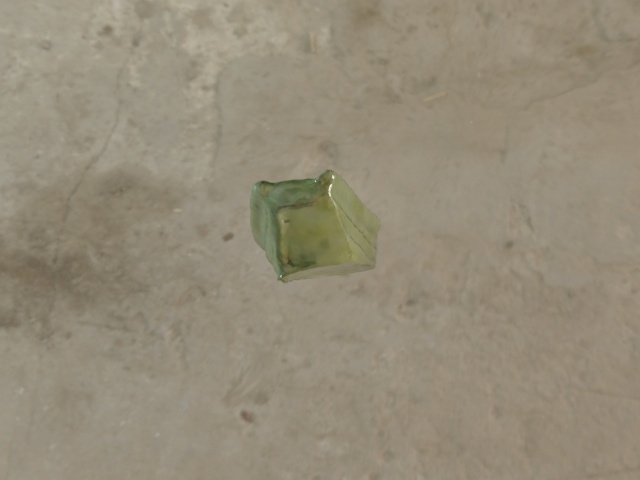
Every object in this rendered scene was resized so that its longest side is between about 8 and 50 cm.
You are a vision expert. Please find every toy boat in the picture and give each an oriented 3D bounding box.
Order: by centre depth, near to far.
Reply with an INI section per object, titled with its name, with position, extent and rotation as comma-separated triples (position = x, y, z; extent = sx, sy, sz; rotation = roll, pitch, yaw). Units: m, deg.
[toy boat]
position = 0.000, 0.000, 0.562
extent = 0.093, 0.293, 0.055
rotation = -10, 85, 5
